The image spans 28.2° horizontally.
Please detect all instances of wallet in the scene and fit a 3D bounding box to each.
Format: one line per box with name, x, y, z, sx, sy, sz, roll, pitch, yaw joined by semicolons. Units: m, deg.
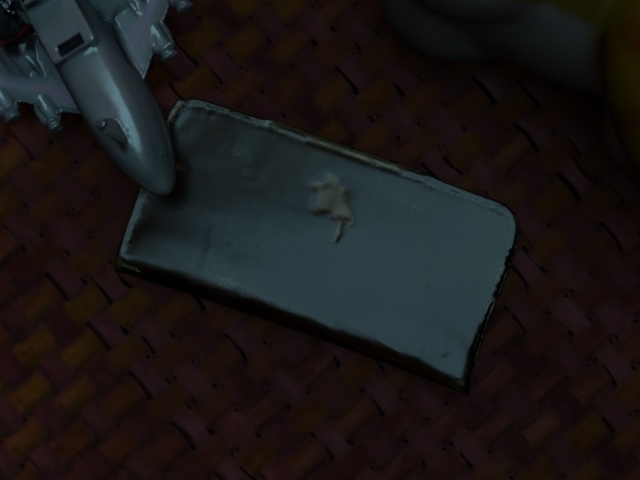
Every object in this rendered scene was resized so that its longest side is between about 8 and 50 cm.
wallet;0.000;0.000;0.600;0.176;0.026;0.095;18;86;6

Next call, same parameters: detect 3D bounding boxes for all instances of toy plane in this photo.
toy plane;-0.111;-0.097;0.582;0.162;0.065;0.171;-31;73;12

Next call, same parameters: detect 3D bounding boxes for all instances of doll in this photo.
doll;0.144;-0.108;0.547;0.269;0.166;0.162;41;88;0
